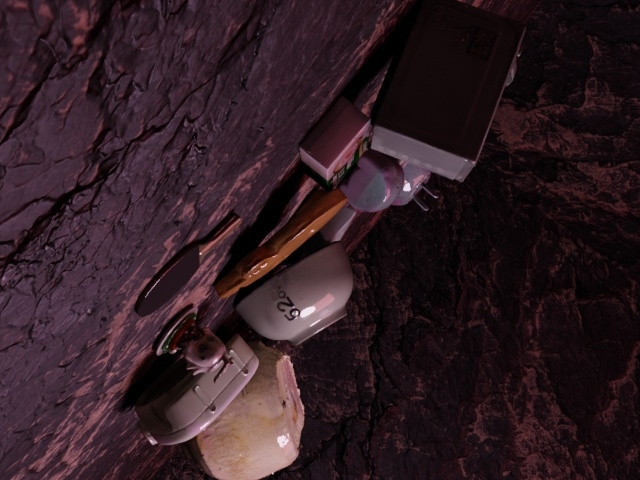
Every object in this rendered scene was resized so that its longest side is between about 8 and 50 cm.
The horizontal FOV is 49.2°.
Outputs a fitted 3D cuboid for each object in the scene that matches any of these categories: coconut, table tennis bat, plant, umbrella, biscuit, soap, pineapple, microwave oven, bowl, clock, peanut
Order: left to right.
[{"bbox_3d":[-0.312,0.354,1.626,0.324,0.109,0.265,-26,-164,44],"label":"clock"},{"bbox_3d":[-0.226,0.040,1.212,0.246,0.022,0.138,-47,172,-23],"label":"table tennis bat"},{"bbox_3d":[-0.245,0.495,1.993,0.405,0.404,0.404,-50,173,-8],"label":"coconut"},{"bbox_3d":[-0.242,0.278,2.147,0.159,0.074,0.074,-50,174,-30],"label":"pineapple"},{"bbox_3d":[-0.199,0.357,2.369,0.204,0.178,0.234,-53,167,6],"label":"plant"},{"bbox_3d":[-0.080,0.008,1.536,0.355,0.052,0.275,-38,179,21],"label":"biscuit"},{"bbox_3d":[-0.045,0.170,1.944,0.353,0.185,0.354,-31,173,-4],"label":"bowl"},{"bbox_3d":[-0.035,-0.035,1.851,0.248,0.071,0.071,-54,173,9],"label":"umbrella"},{"bbox_3d":[-0.025,-0.061,1.764,0.152,0.076,0.076,-55,172,10],"label":"peanut"},{"bbox_3d":[0.000,0.000,2.156,0.160,0.087,0.265,-46,171,-34],"label":"soap"},{"bbox_3d":[0.248,-0.300,1.398,0.181,0.237,0.295,73,39,-81],"label":"microwave oven"}]

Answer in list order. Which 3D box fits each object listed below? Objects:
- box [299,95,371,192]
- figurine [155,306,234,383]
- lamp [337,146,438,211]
[{"bbox_3d":[0.030,-0.190,1.420,0.135,0.081,0.199,-50,171,-6],"label":"box"},{"bbox_3d":[-0.252,0.233,1.474,0.132,0.153,0.132,-52,173,-9],"label":"figurine"},{"bbox_3d":[0.222,-0.178,2.067,0.301,0.247,0.247,-28,155,-53],"label":"lamp"}]
